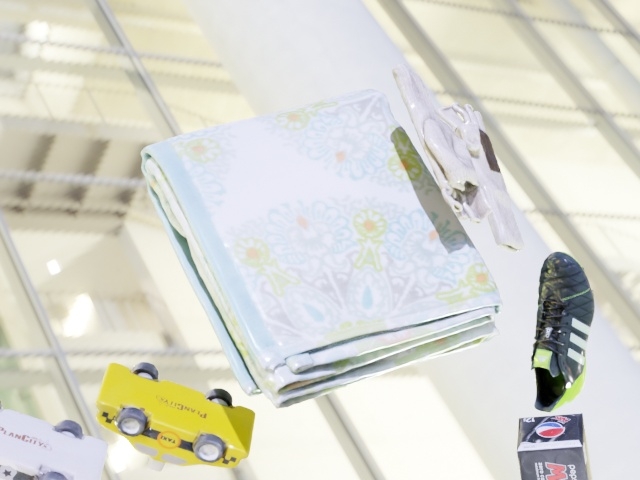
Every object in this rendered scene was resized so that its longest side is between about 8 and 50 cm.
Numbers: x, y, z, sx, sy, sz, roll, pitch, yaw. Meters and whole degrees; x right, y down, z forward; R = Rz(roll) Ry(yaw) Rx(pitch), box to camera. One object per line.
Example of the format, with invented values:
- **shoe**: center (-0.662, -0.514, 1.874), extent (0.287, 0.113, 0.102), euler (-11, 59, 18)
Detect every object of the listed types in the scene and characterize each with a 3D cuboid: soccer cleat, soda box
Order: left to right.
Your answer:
- **soccer cleat**: center (0.251, 0.099, 1.620), extent (0.072, 0.060, 0.179), euler (-33, -53, -46)
- **soda box**: center (0.208, 0.234, 1.326), extent (0.060, 0.053, 0.169), euler (-7, -66, 12)

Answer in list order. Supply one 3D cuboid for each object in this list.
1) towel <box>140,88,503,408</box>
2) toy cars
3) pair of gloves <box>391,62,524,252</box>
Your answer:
- **towel**: center (0.000, 0.000, 1.792), extent (0.320, 0.374, 0.090), euler (-14, -31, -24)
- **toy cars**: center (-0.253, 0.229, 1.723), extent (0.393, 0.176, 0.087), euler (-7, -48, -41)
- **pair of gloves**: center (0.173, -0.099, 1.832), extent (0.042, 0.204, 0.240), euler (-28, -26, 19)
